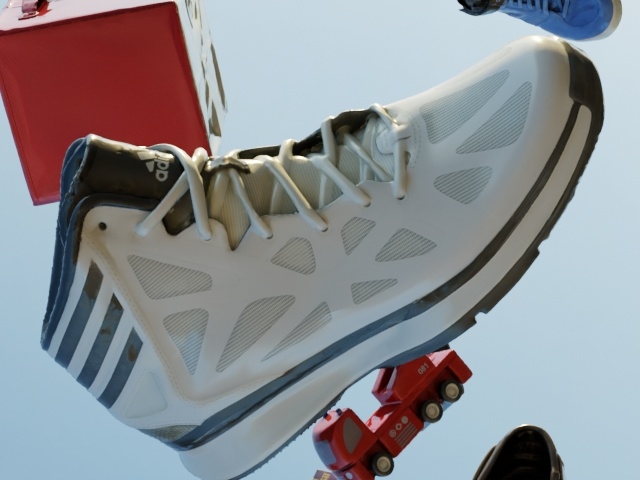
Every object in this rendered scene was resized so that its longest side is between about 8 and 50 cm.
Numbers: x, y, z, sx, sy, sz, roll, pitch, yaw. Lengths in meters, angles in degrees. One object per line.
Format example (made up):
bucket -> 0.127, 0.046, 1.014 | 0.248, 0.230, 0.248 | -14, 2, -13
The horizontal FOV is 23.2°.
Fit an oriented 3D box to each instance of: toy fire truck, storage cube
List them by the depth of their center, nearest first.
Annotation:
toy fire truck -> 0.048, 0.092, 1.258 | 0.192, 0.047, 0.135 | -44, -82, -24
storage cube -> -0.211, -0.167, 1.602 | 0.183, 0.193, 0.215 | -87, -14, -65

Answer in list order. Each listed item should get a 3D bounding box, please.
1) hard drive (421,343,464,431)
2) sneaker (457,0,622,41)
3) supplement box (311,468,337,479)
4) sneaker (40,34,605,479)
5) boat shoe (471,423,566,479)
hard drive -> 0.101, 0.132, 1.571 | 0.022, 0.135, 0.094 | -12, -109, -20
sneaker -> 0.167, -0.201, 1.275 | 0.085, 0.152, 0.058 | -4, -63, -44
supplement box -> 0.025, 0.322, 1.936 | 0.043, 0.083, 0.055 | 46, -119, -38
sneaker -> -0.028, -0.022, 1.102 | 0.257, 0.447, 0.169 | 36, -158, -30
boat shoe -> 0.166, 0.322, 1.538 | 0.355, 0.132, 0.130 | -68, -25, -49
